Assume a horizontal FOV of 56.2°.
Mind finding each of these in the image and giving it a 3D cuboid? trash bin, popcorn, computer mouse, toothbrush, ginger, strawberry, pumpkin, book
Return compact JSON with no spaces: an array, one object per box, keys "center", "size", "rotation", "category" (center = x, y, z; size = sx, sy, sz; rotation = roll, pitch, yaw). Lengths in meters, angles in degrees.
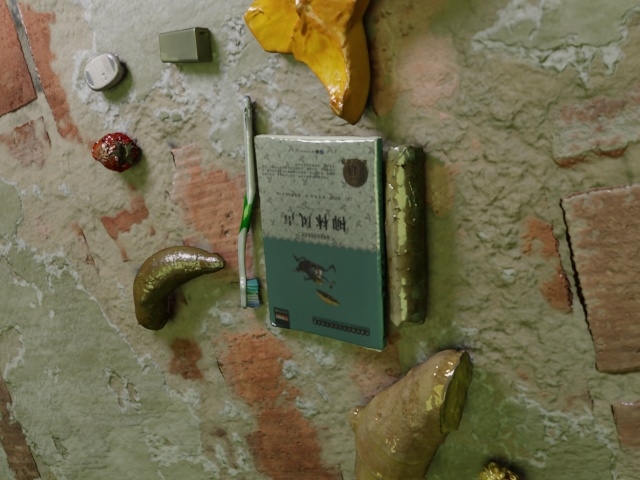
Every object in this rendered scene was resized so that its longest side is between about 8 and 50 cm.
[{"center":[-0.252,-0.361,1.115],"size":[0.092,0.043,0.061],"rotation":[6,108,29],"category":"trash bin"},{"center":[0.314,0.422,1.040],"size":[0.082,0.083,0.057],"rotation":[33,91,39],"category":"popcorn"},{"center":[-0.436,-0.341,1.215],"size":[0.096,0.039,0.066],"rotation":[-23,94,23],"category":"computer mouse"},{"center":[-0.142,-0.063,1.145],"size":[0.040,0.042,0.418],"rotation":[-2,107,-3],"category":"toothbrush"},{"center":[0.159,0.326,1.067],"size":[0.190,0.126,0.354],"rotation":[44,117,21],"category":"ginger"},{"center":[-0.429,-0.183,1.238],"size":[0.096,0.083,0.083],"rotation":[22,114,29],"category":"strawberry"},{"center":[-0.018,-0.364,0.943],"size":[0.258,0.095,0.290],"rotation":[27,132,22],"category":"pumpkin"},{"center":[0.000,0.000,1.085],"size":[0.264,0.031,0.379],"rotation":[7,108,34],"category":"book"}]

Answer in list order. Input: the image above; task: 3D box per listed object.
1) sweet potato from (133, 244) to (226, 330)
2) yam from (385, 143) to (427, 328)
[{"center":[-0.325,0.091,1.256],"size":[0.124,0.098,0.310],"rotation":[40,119,-14],"category":"sweet potato"},{"center":[0.144,-0.002,1.002],"size":[0.071,0.067,0.317],"rotation":[-5,103,-11],"category":"yam"}]
